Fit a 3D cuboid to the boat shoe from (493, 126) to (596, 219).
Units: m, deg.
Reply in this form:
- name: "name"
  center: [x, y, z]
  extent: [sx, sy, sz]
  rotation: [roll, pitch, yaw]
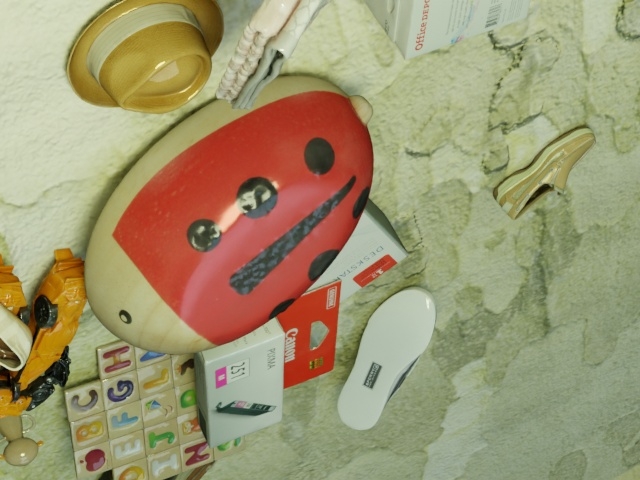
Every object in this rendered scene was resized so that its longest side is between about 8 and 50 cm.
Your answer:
- name: "boat shoe"
  center: [0.371, -0.102, 2.273]
  extent: [0.190, 0.072, 0.068]
  rotation: [-40, 149, 13]

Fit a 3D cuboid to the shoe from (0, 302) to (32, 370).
- name: "shoe"
  center: [-0.438, 0.082, 1.734]
  extent: [0.076, 0.058, 0.219]
  rotation: [-38, 117, 20]

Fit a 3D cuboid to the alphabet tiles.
- name: "alphabet tiles"
  center: [-0.226, 0.250, 2.205]
  extent: [0.342, 0.011, 0.285]
  rotation: [-17, 125, -24]

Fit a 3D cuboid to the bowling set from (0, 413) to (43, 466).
- name: "bowling set"
  center: [-0.538, 0.348, 2.028]
  extent: [0.287, 0.154, 0.200]
  rotation: [-18, 147, -21]

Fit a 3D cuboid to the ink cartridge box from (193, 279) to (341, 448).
- name: "ink cartridge box"
  center: [-0.071, 0.191, 2.149]
  extent: [0.239, 0.060, 0.275]
  rotation: [-19, 148, -15]

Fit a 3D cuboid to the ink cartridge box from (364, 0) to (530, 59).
- name: "ink cartridge box"
  center: [0.151, -0.323, 1.698]
  extent: [0.176, 0.127, 0.128]
  rotation: [-22, 149, -18]

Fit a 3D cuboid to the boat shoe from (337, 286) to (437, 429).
- name: "boat shoe"
  center: [0.125, 0.194, 2.465]
  extent: [0.102, 0.108, 0.301]
  rotation: [-44, 159, -60]

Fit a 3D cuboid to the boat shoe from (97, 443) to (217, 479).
- name: "boat shoe"
  center: [-0.264, 0.401, 2.390]
  extent: [0.324, 0.122, 0.120]
  rotation: [-44, 153, 20]

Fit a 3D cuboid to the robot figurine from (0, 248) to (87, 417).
- name: "robot figurine"
  center: [-0.417, 0.138, 1.900]
  extent: [0.211, 0.085, 0.291]
  rotation: [-3, 138, -39]

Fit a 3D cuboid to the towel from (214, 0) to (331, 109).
- name: "towel"
  center: [0.014, -0.286, 1.454]
  extent: [0.317, 0.053, 0.332]
  rotation: [-55, -175, -10]

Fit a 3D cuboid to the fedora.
- name: "fedora"
  center: [-0.188, -0.200, 1.619]
  extent: [0.194, 0.079, 0.194]
  rotation: [-22, 148, -15]

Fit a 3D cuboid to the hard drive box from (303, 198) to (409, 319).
- name: "hard drive box"
  center: [0.000, 0.000, 2.072]
  extent: [0.181, 0.089, 0.232]
  rotation: [-36, 150, 8]

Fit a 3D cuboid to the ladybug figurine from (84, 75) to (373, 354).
- name: "ladybug figurine"
  center: [-0.098, -0.019, 1.816]
  extent: [0.449, 0.162, 0.305]
  rotation: [-45, 131, 3]
